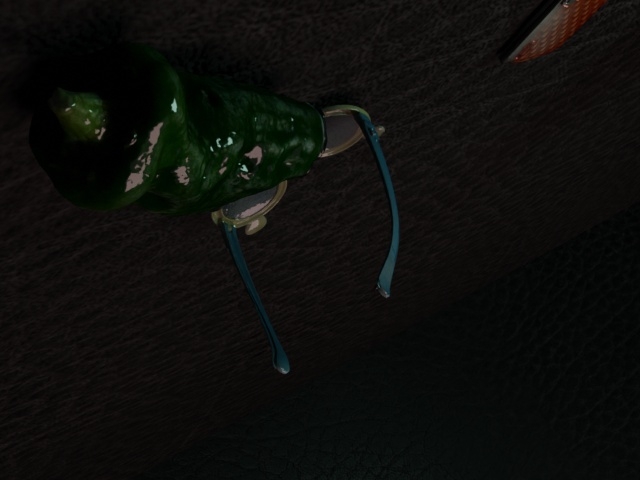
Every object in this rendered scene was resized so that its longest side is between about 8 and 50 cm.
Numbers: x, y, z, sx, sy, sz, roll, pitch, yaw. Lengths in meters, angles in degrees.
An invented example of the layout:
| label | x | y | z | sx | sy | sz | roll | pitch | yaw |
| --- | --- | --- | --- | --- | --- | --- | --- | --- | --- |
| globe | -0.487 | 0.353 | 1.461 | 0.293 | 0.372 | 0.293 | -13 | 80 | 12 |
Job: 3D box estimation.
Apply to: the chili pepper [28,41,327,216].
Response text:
| label | x | y | z | sx | sy | sz | roll | pitch | yaw |
| --- | --- | --- | --- | --- | --- | --- | --- | --- | --- |
| chili pepper | -0.099 | -0.068 | 0.584 | 0.136 | 0.099 | 0.270 | -10 | 178 | 19 |

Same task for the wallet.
| label | x | y | z | sx | sy | sz | roll | pitch | yaw |
| --- | --- | --- | --- | --- | --- | --- | --- | --- | --- |
| wallet | 0.271 | -0.253 | 0.875 | 0.103 | 0.020 | 0.196 | -20 | 161 | -38 |

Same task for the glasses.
| label | x | y | z | sx | sy | sz | roll | pitch | yaw |
| --- | --- | --- | --- | --- | --- | --- | --- | --- | --- |
| glasses | -0.020 | -0.014 | 0.763 | 0.190 | 0.220 | 0.088 | -37 | 126 | 22 |
